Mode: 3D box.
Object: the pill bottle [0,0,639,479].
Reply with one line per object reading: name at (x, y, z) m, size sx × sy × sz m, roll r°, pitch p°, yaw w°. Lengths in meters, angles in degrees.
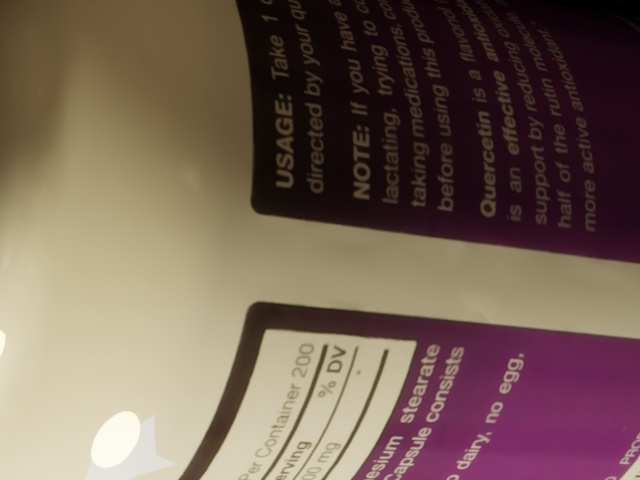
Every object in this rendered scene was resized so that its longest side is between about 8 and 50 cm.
pill bottle at (0.000, 0.000, 0.504) m, size 0.323 × 0.181 × 0.181 m, roll 7°, pitch 177°, yaw -30°
